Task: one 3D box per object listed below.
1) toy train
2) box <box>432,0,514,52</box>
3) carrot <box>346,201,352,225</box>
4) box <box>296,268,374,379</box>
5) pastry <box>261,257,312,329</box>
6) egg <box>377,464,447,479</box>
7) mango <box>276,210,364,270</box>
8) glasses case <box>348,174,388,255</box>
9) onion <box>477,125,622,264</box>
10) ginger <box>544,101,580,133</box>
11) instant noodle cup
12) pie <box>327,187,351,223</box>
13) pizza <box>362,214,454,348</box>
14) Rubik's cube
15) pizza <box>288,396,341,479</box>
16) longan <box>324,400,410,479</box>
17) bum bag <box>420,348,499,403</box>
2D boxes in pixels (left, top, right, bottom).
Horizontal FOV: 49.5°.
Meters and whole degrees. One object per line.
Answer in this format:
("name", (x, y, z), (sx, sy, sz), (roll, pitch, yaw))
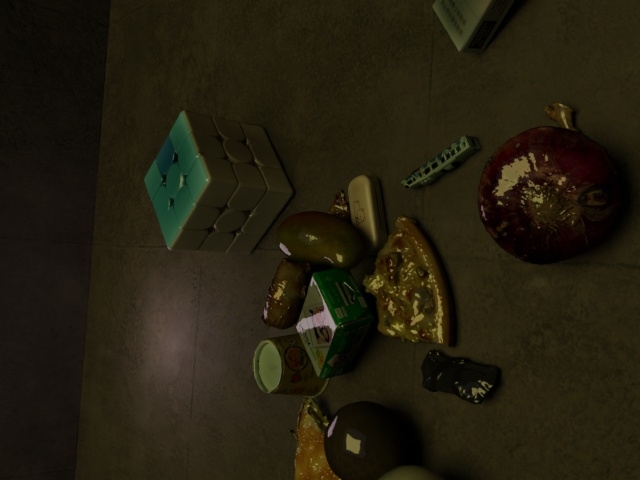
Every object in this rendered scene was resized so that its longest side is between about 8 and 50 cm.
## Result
("toy train", (0.260, -0.164, 1.532), (0.207, 0.043, 0.047), (-35, 64, 44))
("box", (0.332, -0.526, 1.417), (0.155, 0.067, 0.243), (68, 150, 27))
("carrot", (0.076, -0.058, 1.758), (0.032, 0.032, 0.093), (-49, 56, 36))
("box", (0.030, 0.201, 1.675), (0.250, 0.103, 0.180), (108, 145, -45))
("pastry", (-0.085, 0.132, 1.822), (0.218, 0.100, 0.229), (-81, 7, -68))
("egg", (0.192, 0.612, 1.340), (0.283, 0.283, 0.345), (-30, 56, 45))
("mango", (0.003, -0.001, 1.685), (0.289, 0.146, 0.129), (15, 111, 42))
("glasses case", (0.115, -0.062, 1.694), (0.083, 0.050, 0.196), (-26, 66, 49))
("onion", (0.402, -0.079, 1.232), (0.246, 0.190, 0.246), (7, 105, 26))
("ginger", (0.459, -0.234, 1.306), (0.048, 0.030, 0.097), (94, 154, -46))
("instant noodle cup", (-0.084, 0.326, 1.820), (0.182, 0.144, 0.182), (-7, 81, 50))
("pie", (0.041, -0.038, 1.765), (0.088, 0.033, 0.191), (52, 144, 26))
("pizza", (0.183, 0.112, 1.566), (0.223, 0.089, 0.323), (-36, 58, 39))
("Rubik's cube", (-0.302, -0.161, 2.031), (0.290, 0.291, 0.292), (-51, 51, 35))
("pizza", (0.014, 0.528, 1.739), (0.280, 0.075, 0.288), (-32, 60, 40))
("longan", (0.102, 0.454, 1.547), (0.212, 0.198, 0.198), (151, 117, -63))
("bum bag", (0.286, 0.286, 1.448), (0.197, 0.049, 0.087), (5, 66, 52))
